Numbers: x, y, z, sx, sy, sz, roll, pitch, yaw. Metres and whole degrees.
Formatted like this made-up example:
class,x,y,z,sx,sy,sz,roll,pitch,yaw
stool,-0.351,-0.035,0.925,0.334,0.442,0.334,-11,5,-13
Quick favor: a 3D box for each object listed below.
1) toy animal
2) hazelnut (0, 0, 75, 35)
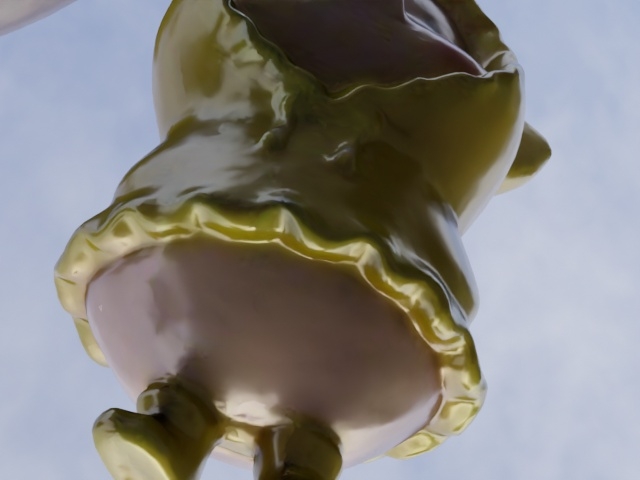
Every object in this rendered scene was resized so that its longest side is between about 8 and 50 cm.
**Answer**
class,x,y,z,sx,sy,sz,roll,pitch,yaw
toy animal,-0.005,-0.002,0.573,0.156,0.156,0.230,38,-136,-17
hazelnut,-0.277,-0.297,1.059,0.409,0.359,0.359,5,-122,5
